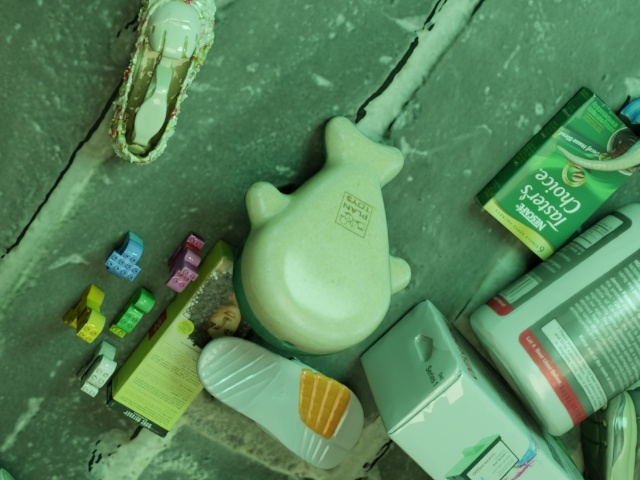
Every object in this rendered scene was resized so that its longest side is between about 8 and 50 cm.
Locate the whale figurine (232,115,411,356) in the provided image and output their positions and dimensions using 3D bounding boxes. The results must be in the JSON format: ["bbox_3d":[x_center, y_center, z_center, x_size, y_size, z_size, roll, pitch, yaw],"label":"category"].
[{"bbox_3d":[0.000,0.000,1.689,0.216,0.141,0.272,27,64,-19],"label":"whale figurine"}]

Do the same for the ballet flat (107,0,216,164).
[{"bbox_3d":[-0.166,-0.187,1.627,0.091,0.077,0.241,12,110,-13],"label":"ballet flat"}]

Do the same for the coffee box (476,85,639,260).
[{"bbox_3d":[0.284,-0.076,1.762,0.113,0.040,0.184,41,101,-22],"label":"coffee box"}]

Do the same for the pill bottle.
[{"bbox_3d":[0.347,0.068,1.751,0.318,0.176,0.176,-35,113,-2],"label":"pill bottle"}]

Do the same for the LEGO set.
[{"bbox_3d":[-0.231,0.080,1.719,0.087,0.093,0.227,34,104,-20],"label":"LEGO set"}]

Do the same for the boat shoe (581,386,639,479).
[{"bbox_3d":[0.402,0.350,1.911,0.130,0.132,0.355,-3,114,-7],"label":"boat shoe"}]

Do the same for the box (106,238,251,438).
[{"bbox_3d":[-0.151,0.116,1.766,0.087,0.058,0.232,32,105,-20],"label":"box"}]

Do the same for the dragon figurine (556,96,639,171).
[{"bbox_3d":[0.396,-0.122,1.703,0.289,0.144,0.085,-20,103,-4],"label":"dragon figurine"}]

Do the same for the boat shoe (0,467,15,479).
[{"bbox_3d":[-0.363,0.378,1.829,0.068,0.081,0.228,-22,117,-4],"label":"boat shoe"}]

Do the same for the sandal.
[{"bbox_3d":[-0.053,0.176,1.794,0.265,0.076,0.102,38,86,-34],"label":"sandal"}]

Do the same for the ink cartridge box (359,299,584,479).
[{"bbox_3d":[0.187,0.230,1.787,0.117,0.201,0.278,-41,112,9],"label":"ink cartridge box"}]
